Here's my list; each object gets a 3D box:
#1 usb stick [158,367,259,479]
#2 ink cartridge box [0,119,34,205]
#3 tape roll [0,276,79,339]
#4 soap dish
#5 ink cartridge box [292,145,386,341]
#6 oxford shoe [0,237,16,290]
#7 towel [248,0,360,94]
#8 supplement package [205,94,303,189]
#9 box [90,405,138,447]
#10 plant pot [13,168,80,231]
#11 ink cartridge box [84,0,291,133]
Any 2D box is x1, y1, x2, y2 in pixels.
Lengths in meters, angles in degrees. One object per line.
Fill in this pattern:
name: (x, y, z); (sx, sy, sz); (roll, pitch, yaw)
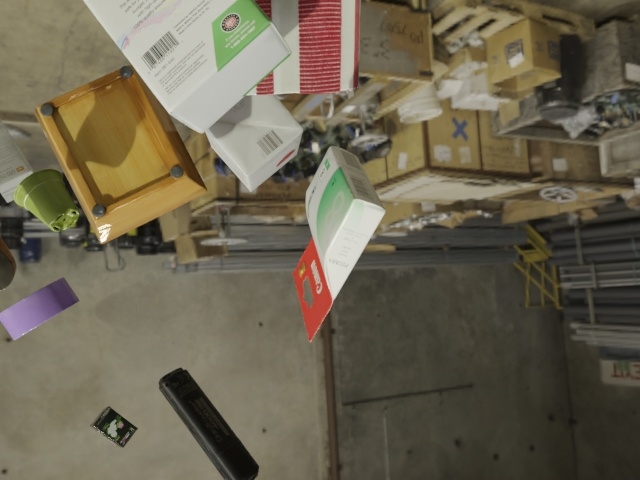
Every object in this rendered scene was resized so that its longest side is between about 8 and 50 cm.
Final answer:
usb stick: (-0.230, 0.382, 1.209); (0.077, 0.278, 0.045); (-23, 155, -47)
ink cartridge box: (-0.888, -0.220, 1.556); (0.176, 0.371, 0.069); (-32, 146, -20)
tape roll: (-0.749, 0.180, 1.576); (0.189, 0.080, 0.189); (-31, -174, 4)
soap dish: (-0.383, -0.174, 1.125); (0.229, 0.290, 0.118); (-27, 177, -8)
ink cartridge box: (0.000, 0.000, 0.838); (0.056, 0.224, 0.181); (21, -156, -21)
oxford shoe: (-0.492, -0.026, 0.796); (0.076, 0.212, 0.076); (-32, -161, -8)
towel: (-0.089, -0.390, 1.094); (0.329, 0.237, 0.037); (-4, -155, -9)
supplement package: (-0.169, -0.258, 1.496); (0.177, 0.175, 0.293); (-41, -178, -5)
box: (-0.458, 0.414, 1.312); (0.083, 0.052, 0.062); (42, 149, -10)
plant pot: (-0.431, -0.059, 0.951); (0.083, 0.079, 0.083); (-42, 166, -13)
ink cartridge box: (-0.214, -0.346, 0.931); (0.201, 0.278, 0.117); (-40, 166, 7)
